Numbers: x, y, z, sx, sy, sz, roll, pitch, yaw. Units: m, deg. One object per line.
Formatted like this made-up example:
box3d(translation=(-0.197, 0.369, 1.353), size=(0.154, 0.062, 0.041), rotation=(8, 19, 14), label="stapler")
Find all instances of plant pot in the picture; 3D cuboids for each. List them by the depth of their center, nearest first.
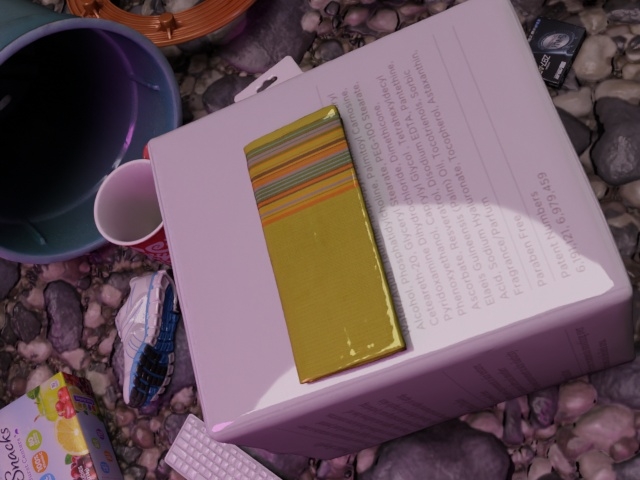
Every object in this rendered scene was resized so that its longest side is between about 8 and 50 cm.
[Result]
box3d(translation=(-0.430, -0.193, 1.199), size=(0.334, 0.341, 0.341), rotation=(33, 86, 35), label="plant pot")

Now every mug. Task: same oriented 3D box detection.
box3d(translation=(-0.193, -0.038, 1.127), size=(0.113, 0.169, 0.150), rotation=(26, 83, 26), label="mug")

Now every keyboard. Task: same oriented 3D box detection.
box3d(translation=(-0.086, 0.311, 1.058), size=(0.256, 0.014, 0.072), rotation=(29, 85, 26), label="keyboard")

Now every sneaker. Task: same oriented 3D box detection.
box3d(translation=(-0.242, 0.132, 1.153), size=(0.082, 0.071, 0.191), rotation=(-4, 63, 26), label="sneaker")

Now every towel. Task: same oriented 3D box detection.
box3d(translation=(0.000, 0.000, 0.761), size=(0.102, 0.021, 0.237), rotation=(-22, 68, 19), label="towel")

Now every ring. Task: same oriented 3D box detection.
box3d(translation=(-0.227, -0.420, 1.290), size=(0.336, 0.032, 0.337), rotation=(-6, 56, 8), label="ring")

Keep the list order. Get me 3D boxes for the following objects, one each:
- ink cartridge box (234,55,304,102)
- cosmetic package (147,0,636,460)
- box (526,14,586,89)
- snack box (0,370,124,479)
box3d(translation=(-0.027, -0.150, 1.162), size=(0.104, 0.061, 0.181), rotation=(-37, 65, 5), label="ink cartridge box")
box3d(translation=(0.086, 0.016, 0.916), size=(0.393, 0.329, 0.328), rotation=(-21, 68, 12), label="cosmetic package")
box3d(translation=(0.292, -0.241, 1.096), size=(0.067, 0.018, 0.083), rotation=(25, 83, 26), label="box")
box3d(translation=(-0.362, 0.308, 1.131), size=(0.174, 0.070, 0.207), rotation=(-31, 64, 8), label="snack box")
